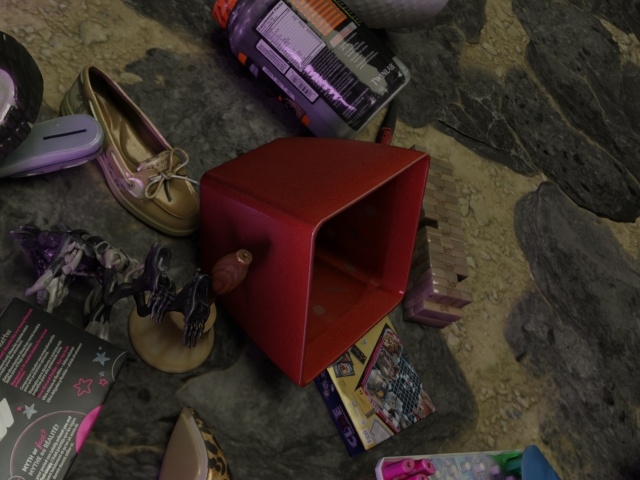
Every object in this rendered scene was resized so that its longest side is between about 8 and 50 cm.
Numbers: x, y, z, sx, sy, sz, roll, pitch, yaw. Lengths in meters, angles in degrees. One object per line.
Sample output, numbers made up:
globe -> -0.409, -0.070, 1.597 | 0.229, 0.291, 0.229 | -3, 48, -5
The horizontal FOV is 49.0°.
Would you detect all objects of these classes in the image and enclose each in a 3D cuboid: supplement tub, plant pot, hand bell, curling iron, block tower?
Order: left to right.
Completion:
hand bell -> -0.147, 0.071, 0.899 | 0.126, 0.242, 0.126 | 18, 53, -25
plant pot -> -0.028, -0.006, 1.008 | 0.236, 0.267, 0.267 | 26, 39, 29
supplement tub -> -0.019, -0.343, 1.272 | 0.338, 0.207, 0.207 | 45, 47, -3
curling iron -> 0.119, -0.213, 1.403 | 0.068, 0.035, 0.274 | 38, 48, -10
block tower -> 0.201, -0.013, 1.299 | 0.097, 0.091, 0.335 | 15, 56, -28

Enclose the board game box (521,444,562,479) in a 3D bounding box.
board game box -> 0.343, 0.404, 1.088 | 0.168, 0.033, 0.133 | 52, 32, -14

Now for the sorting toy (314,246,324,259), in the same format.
sorting toy -> 0.000, 0.000, 1.183 | 0.061, 0.042, 0.102 | 27, 51, -19

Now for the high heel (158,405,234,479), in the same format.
high heel -> -0.109, 0.344, 0.889 | 0.186, 0.093, 0.261 | 32, 32, -45

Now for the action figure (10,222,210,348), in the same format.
action figure -> -0.278, 0.057, 0.849 | 0.164, 0.276, 0.141 | 48, 57, -55

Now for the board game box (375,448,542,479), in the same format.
board game box -> 0.263, 0.496, 0.999 | 0.390, 0.050, 0.390 | 13, 55, -42

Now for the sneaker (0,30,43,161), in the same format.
sneaker -> -0.504, -0.075, 0.828 | 0.410, 0.182, 0.158 | -60, 141, -22

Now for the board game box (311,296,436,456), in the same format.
board game box -> 0.063, 0.192, 1.107 | 0.165, 0.042, 0.243 | -15, 72, -40

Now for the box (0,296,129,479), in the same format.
box -> -0.335, 0.213, 0.733 | 0.142, 0.163, 0.247 | 31, 50, -13

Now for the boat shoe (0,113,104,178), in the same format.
boat shoe -> -0.406, -0.114, 0.949 | 0.226, 0.076, 0.083 | -7, 70, -14

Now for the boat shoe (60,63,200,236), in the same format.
boat shoe -> -0.273, -0.129, 1.039 | 0.285, 0.089, 0.104 | 47, 46, -2

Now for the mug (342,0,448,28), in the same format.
mug -> 0.049, -0.594, 1.453 | 0.374, 0.276, 0.328 | 32, 33, 32
